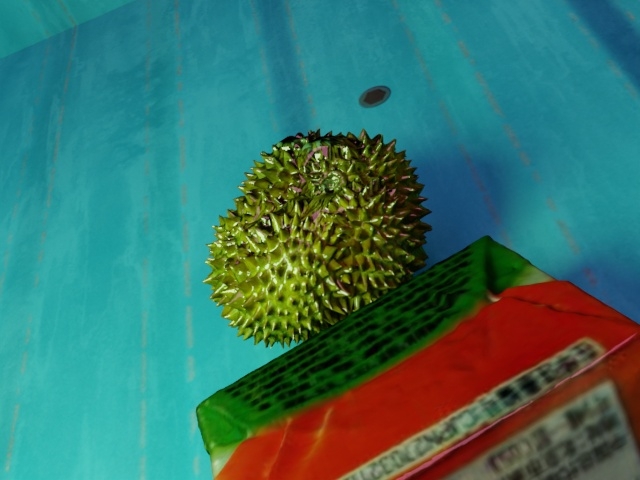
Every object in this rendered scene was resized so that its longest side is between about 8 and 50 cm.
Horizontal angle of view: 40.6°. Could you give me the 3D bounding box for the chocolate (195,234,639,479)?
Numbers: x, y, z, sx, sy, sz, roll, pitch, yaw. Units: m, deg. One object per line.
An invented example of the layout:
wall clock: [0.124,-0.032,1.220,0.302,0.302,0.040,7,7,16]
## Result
chocolate: [0.082,0.171,0.772,0.360,0.161,0.341,-30,15,-3]

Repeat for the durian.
durian: [0.001,0.001,1.020,0.291,0.224,0.291,-22,45,24]
